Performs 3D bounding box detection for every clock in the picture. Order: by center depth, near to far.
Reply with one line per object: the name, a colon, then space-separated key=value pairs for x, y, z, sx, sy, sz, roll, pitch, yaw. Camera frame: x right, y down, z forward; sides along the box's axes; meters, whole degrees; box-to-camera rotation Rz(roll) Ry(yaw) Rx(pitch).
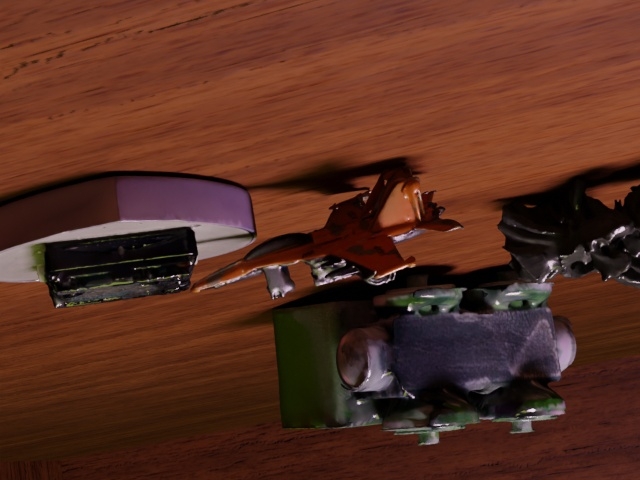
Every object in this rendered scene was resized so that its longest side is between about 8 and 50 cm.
clock: x=-0.138 y=0.004 z=0.996 sx=0.198 sy=0.064 sz=0.172 roll=-8 pitch=170 yaw=-11

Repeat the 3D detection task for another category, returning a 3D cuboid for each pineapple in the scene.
pineapple: x=0.256 y=-0.008 z=1.171 sx=0.237 sy=0.111 sz=0.119 roll=-5 pitch=141 yaw=29

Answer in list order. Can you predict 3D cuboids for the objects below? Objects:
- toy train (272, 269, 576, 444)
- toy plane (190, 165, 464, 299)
toy train: x=0.116 y=0.129 z=1.587 sx=0.307 sy=0.173 sz=0.249 roll=-1 pitch=173 yaw=-36
toy plane: x=0.004 y=0.010 z=1.023 sx=0.188 sy=0.062 sz=0.135 roll=-28 pitch=-155 yaw=-3
